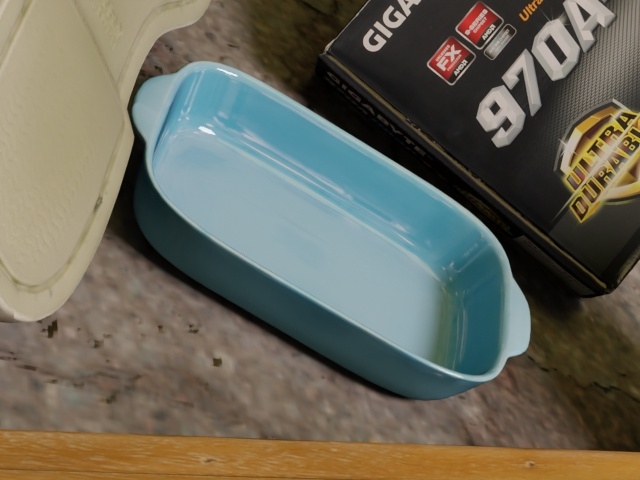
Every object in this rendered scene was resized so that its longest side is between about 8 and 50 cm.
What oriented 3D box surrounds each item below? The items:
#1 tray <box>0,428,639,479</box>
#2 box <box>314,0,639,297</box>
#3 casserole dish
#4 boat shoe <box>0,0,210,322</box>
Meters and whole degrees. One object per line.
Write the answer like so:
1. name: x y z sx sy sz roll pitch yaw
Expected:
1. tray: 0.060 0.149 0.357 0.411 0.076 0.203 4 45 -17
2. box: 0.132 -0.109 0.712 0.175 0.220 0.051 41 -6 0
3. casserole dish: 0.000 0.000 0.603 0.188 0.037 0.114 30 36 -13
4. boat shoe: -0.115 -0.099 0.548 0.127 0.113 0.340 71 21 -43
